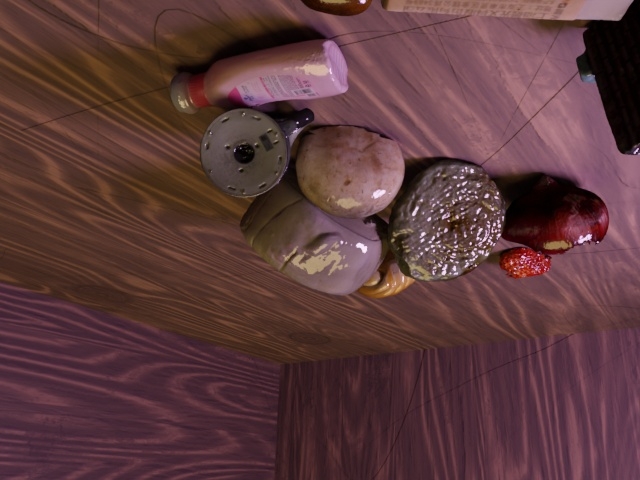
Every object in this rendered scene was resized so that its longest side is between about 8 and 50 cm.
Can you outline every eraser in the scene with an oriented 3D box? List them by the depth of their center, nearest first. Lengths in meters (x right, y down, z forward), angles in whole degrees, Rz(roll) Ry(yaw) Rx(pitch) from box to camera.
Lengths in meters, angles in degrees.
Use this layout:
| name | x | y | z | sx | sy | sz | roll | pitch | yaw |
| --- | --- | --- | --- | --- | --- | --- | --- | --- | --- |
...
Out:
| name | x | y | z | sx | sy | sz | roll | pitch | yaw |
| --- | --- | --- | --- | --- | --- | --- | --- | --- | --- |
| eraser | 0.256 | -0.387 | 0.886 | 0.343 | 0.144 | 0.078 | 2 | 156 | -2 |

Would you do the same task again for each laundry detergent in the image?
| name | x | y | z | sx | sy | sz | roll | pitch | yaw |
| --- | --- | --- | --- | --- | --- | --- | --- | --- | --- |
| laundry detergent | -0.122 | -0.301 | 1.203 | 0.335 | 0.088 | 0.159 | -5 | 166 | 20 |

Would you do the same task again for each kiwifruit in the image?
| name | x | y | z | sx | sy | sz | roll | pitch | yaw |
| --- | --- | --- | --- | --- | --- | --- | --- | --- | --- |
| kiwifruit | 0.024 | -0.390 | 0.994 | 0.124 | 0.075 | 0.075 | 3 | 158 | -14 |

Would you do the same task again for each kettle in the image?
| name | x | y | z | sx | sy | sz | roll | pitch | yaw |
| --- | --- | --- | --- | --- | --- | --- | --- | --- | --- |
| kettle | -0.116 | -0.194 | 1.292 | 0.240 | 0.165 | 0.255 | -30 | -173 | 6 |

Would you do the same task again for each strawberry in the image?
| name | x | y | z | sx | sy | sz | roll | pitch | yaw |
| --- | --- | --- | --- | --- | --- | --- | --- | --- | --- |
| strawberry | 0.681 | 0.081 | 2.099 | 0.188 | 0.082 | 0.121 | 12 | 153 | -16 |

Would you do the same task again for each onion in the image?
| name | x | y | z | sx | sy | sz | roll | pitch | yaw |
| --- | --- | --- | --- | --- | --- | --- | --- | --- | --- |
| onion | 0.589 | -0.076 | 1.625 | 0.271 | 0.195 | 0.272 | -7 | -168 | 2 |

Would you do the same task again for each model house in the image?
| name | x | y | z | sx | sy | sz | roll | pitch | yaw |
| --- | --- | --- | --- | --- | --- | --- | --- | --- | --- |
| model house | 0.565 | -0.246 | 1.023 | 0.248 | 0.281 | 0.230 | -19 | 149 | 30 |

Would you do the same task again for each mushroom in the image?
| name | x | y | z | sx | sy | sz | roll | pitch | yaw |
| --- | --- | --- | --- | --- | --- | --- | --- | --- | --- |
| mushroom | 0.063 | -0.136 | 1.465 | 0.253 | 0.189 | 0.195 | 8 | 155 | -5 |

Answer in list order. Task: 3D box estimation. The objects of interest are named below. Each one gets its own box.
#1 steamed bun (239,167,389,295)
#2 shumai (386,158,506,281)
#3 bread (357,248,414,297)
| name | x | y | z | sx | sy | sz | roll | pitch | yaw |
| --- | --- | --- | --- | --- | --- | --- | --- | --- | --- |
| steamed bun | 0.003 | 0.004 | 1.604 | 0.383 | 0.236 | 0.247 | 29 | 114 | -23 |
| shumai | 0.303 | -0.066 | 1.670 | 0.309 | 0.304 | 0.263 | -12 | -169 | -4 |
| bread | 0.203 | 0.091 | 1.934 | 0.172 | 0.121 | 0.311 | 23 | -156 | 31 |
